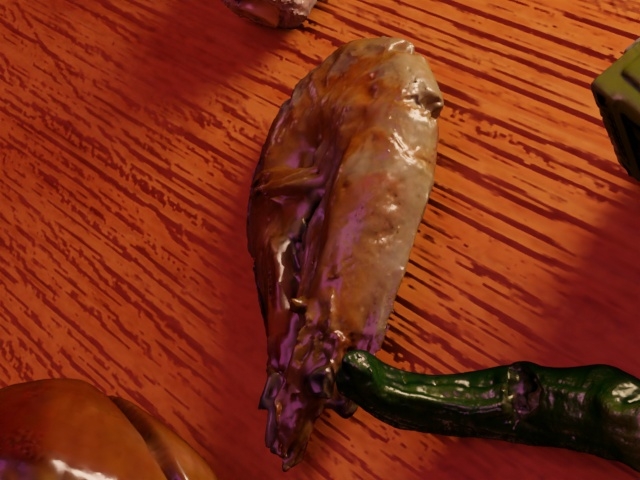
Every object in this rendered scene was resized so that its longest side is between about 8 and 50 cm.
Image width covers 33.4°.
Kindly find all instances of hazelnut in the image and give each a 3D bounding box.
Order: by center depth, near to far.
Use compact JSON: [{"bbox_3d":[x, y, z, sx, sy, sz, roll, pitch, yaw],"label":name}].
[{"bbox_3d":[-0.153,0.168,0.600,0.208,0.208,0.208,-14,58,24],"label":"hazelnut"}]

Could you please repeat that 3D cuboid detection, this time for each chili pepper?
[{"bbox_3d":[0.101,0.085,0.555,0.182,0.073,0.050,3,89,26],"label":"chili pepper"}]

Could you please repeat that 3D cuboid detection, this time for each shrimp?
[{"bbox_3d":[0.001,0.001,0.674,0.154,0.062,0.294,-10,57,40],"label":"shrimp"}]

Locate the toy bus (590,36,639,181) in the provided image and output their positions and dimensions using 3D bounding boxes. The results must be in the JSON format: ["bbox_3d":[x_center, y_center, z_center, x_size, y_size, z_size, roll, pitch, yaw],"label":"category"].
[{"bbox_3d":[0.293,-0.121,0.535,0.301,0.113,0.139,-40,55,4],"label":"toy bus"}]

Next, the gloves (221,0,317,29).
[{"bbox_3d":[-0.025,-0.231,0.793,0.110,0.094,0.144,-6,69,40],"label":"gloves"}]
